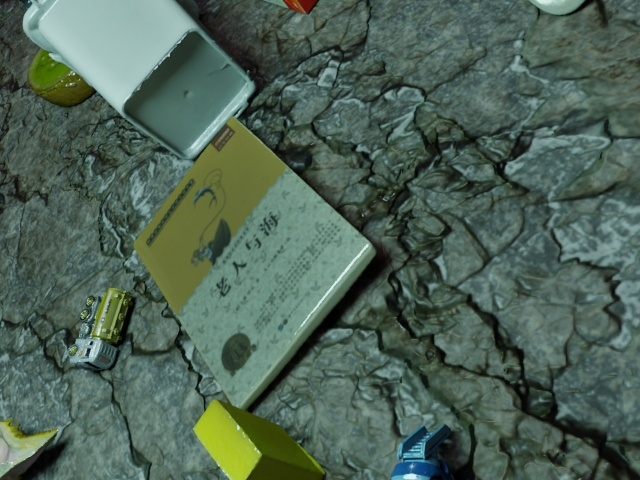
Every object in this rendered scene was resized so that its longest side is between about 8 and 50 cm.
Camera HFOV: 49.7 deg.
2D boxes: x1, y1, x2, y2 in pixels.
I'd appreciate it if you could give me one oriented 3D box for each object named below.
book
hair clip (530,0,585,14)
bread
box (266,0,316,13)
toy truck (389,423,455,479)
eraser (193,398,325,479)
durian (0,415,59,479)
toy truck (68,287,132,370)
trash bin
[{"bbox_3d":[-0.114,0.010,0.956,0.269,0.032,0.389,-52,46,6],"label":"book"},{"bbox_3d":[0.303,-0.427,0.882,0.172,0.113,0.282,-9,55,31],"label":"hair clip"},{"bbox_3d":[-0.516,-0.386,1.456,0.236,0.070,0.236,-18,54,27],"label":"bread"},{"bbox_3d":[-0.050,-0.450,1.178,0.152,0.048,0.100,33,87,44],"label":"box"},{"bbox_3d":[0.104,0.218,0.674,0.056,0.073,0.090,-11,45,30],"label":"toy truck"},{"bbox_3d":[-0.064,0.228,0.746,0.097,0.122,0.045,35,88,43],"label":"eraser"},{"bbox_3d":[-0.462,0.325,1.010,0.224,0.078,0.140,-21,41,11],"label":"durian"},{"bbox_3d":[-0.325,0.132,1.034,0.062,0.052,0.123,-3,62,27],"label":"toy truck"},{"bbox_3d":[-0.303,-0.327,1.138,0.256,0.296,0.368,-45,54,4],"label":"trash bin"}]
